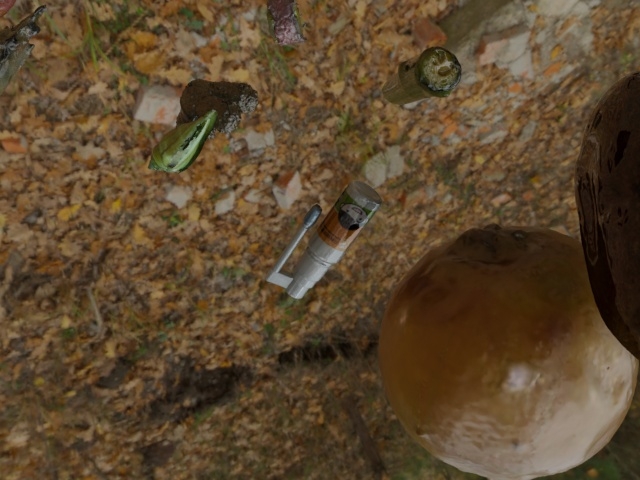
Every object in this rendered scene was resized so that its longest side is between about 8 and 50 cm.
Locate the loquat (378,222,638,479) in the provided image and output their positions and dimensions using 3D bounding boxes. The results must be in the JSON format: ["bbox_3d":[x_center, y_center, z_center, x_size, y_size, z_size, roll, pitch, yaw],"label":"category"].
[{"bbox_3d":[0.234,0.138,0.739,0.329,0.328,0.328,-21,153,-11],"label":"loquat"}]

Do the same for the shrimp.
[{"bbox_3d":[-0.497,-0.261,0.780,0.145,0.059,0.254,37,76,-36],"label":"shrimp"}]

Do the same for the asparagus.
[{"bbox_3d":[0.141,-0.234,0.841,0.068,0.059,0.277,8,-172,-3],"label":"asparagus"}]

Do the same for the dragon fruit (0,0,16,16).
[{"bbox_3d":[-0.374,-0.319,0.501,0.251,0.250,0.315,-2,158,-40],"label":"dragon fruit"}]

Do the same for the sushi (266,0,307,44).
[{"bbox_3d":[-0.107,-0.684,1.745,0.108,0.241,0.161,-7,111,7],"label":"sushi"}]

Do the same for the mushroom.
[{"bbox_3d":[0.322,-0.025,0.440,0.218,0.226,0.148,-5,179,7],"label":"mushroom"}]

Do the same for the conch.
[{"bbox_3d":[-0.283,-0.187,1.145,0.080,0.094,0.201,39,138,-18],"label":"conch"}]

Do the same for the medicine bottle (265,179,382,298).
[{"bbox_3d":[0.000,0.000,0.894,0.092,0.061,0.220,24,118,-23],"label":"medicine bottle"}]

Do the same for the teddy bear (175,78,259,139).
[{"bbox_3d":[-0.249,-0.288,1.241,0.252,0.129,0.182,-16,-151,46],"label":"teddy bear"}]
